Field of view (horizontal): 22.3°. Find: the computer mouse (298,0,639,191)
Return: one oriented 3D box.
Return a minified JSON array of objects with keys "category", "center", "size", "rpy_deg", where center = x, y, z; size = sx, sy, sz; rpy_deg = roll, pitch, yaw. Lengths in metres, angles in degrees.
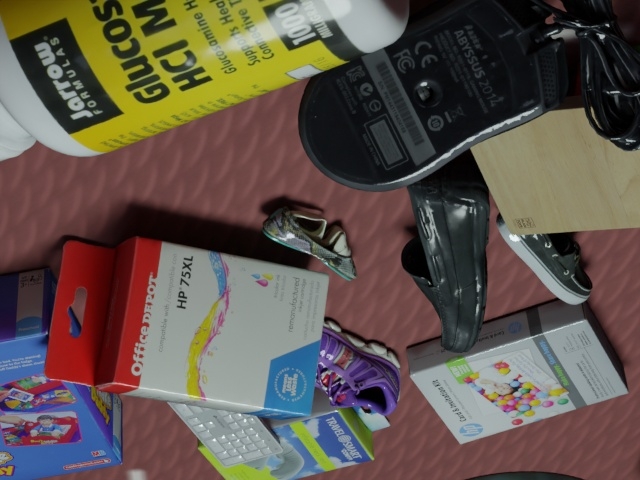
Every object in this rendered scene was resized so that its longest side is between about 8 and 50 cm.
[{"category":"computer mouse","center":[0.115,-0.124,1.268],"size":[0.272,0.072,0.188],"rpy_deg":[-20,100,15]}]

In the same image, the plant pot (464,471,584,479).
[{"category":"plant pot","center":[0.223,0.441,1.854],"size":[0.293,0.235,0.293],"rpy_deg":[-3,140,-2]}]

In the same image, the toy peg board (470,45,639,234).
[{"category":"toy peg board","center":[0.219,-0.086,1.362],"size":[0.161,0.079,0.161],"rpy_deg":[-4,142,23]}]

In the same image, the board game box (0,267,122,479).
[{"category":"board game box","center":[-0.390,0.154,1.566],"size":[0.347,0.078,0.233],"rpy_deg":[-10,140,6]}]

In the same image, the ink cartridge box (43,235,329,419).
[{"category":"ink cartridge box","center":[-0.118,0.077,1.447],"size":[0.231,0.134,0.078],"rpy_deg":[11,168,-19]}]

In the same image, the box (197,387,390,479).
[{"category":"box","center":[-0.026,0.205,1.694],"size":[0.178,0.042,0.109],"rpy_deg":[-17,139,15]}]

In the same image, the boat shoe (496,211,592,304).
[{"category":"boat shoe","center":[0.214,0.012,1.485],"size":[0.040,0.049,0.142],"rpy_deg":[-29,132,25]}]

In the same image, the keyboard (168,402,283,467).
[{"category":"keyboard","center":[-0.129,0.137,1.590],"size":[0.072,0.014,0.256],"rpy_deg":[-22,126,18]}]

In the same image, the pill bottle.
[{"category":"pill bottle","center":[-0.122,-0.169,1.122],"size":[0.334,0.188,0.188],"rpy_deg":[-20,138,17]}]

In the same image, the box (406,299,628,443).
[{"category":"box","center":[0.199,0.131,1.634],"size":[0.186,0.038,0.145],"rpy_deg":[-18,138,17]}]

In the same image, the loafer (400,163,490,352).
[{"category":"loafer","center":[0.112,0.018,1.465],"size":[0.078,0.076,0.223],"rpy_deg":[0,137,4]}]

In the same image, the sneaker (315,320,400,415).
[{"category":"sneaker","center":[0.011,0.125,1.580],"size":[0.170,0.071,0.068],"rpy_deg":[20,134,-26]}]

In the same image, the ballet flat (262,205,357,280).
[{"category":"ballet flat","center":[0.000,0.000,1.457],"size":[0.114,0.041,0.041],"rpy_deg":[29,129,-36]}]
